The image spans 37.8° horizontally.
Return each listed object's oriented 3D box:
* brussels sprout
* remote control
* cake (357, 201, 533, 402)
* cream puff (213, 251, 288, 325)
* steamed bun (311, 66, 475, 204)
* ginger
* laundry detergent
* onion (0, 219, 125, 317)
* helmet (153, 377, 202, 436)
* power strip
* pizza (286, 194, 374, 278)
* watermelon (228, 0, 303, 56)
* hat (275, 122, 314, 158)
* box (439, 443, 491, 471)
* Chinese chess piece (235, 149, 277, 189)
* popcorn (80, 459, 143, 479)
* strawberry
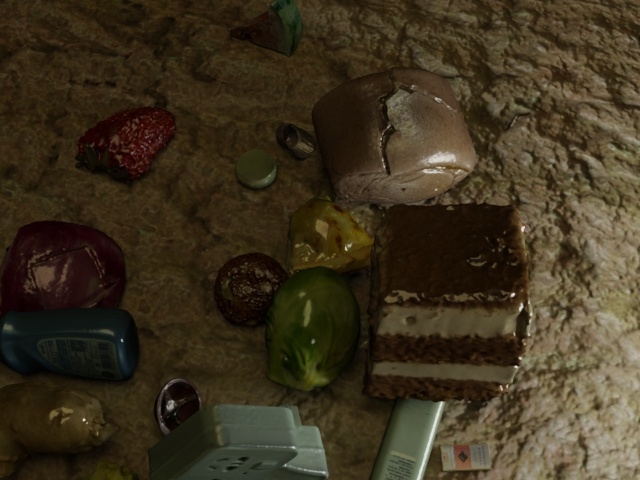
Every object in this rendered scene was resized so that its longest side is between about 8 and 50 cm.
[{"bbox_3d":[-0.016,0.151,1.622,0.161,0.223,0.223,7,61,11],"label":"brussels sprout"},{"bbox_3d":[0.152,0.339,1.608,0.090,0.038,0.309,16,61,9],"label":"remote control"},{"bbox_3d":[0.203,0.102,1.578,0.282,0.290,0.255,1,44,2],"label":"cake"},{"bbox_3d":[-0.127,0.086,1.725,0.149,0.084,0.149,-1,60,2],"label":"cream puff"},{"bbox_3d":[0.147,-0.213,1.828,0.302,0.199,0.251,-11,62,-7],"label":"steamed bun"},{"bbox_3d":[-0.472,0.308,1.571,0.267,0.138,0.152,-14,75,6],"label":"ginger"},{"bbox_3d":[-0.470,0.177,1.638,0.290,0.143,0.094,4,46,3],"label":"laundry detergent"},{"bbox_3d":[-0.492,0.058,1.726,0.248,0.111,0.250,6,59,5],"label":"onion"},{"bbox_3d":[-0.258,0.296,1.618,0.089,0.057,0.111,25,59,-35],"label":"helmet"},{"bbox_3d":[-0.121,0.326,1.518,0.261,0.229,0.141,11,53,-34],"label":"power strip"},{"bbox_3d":[0.000,-0.007,1.754,0.204,0.080,0.188,-25,59,-31],"label":"pizza"},{"bbox_3d":[-0.104,-0.466,2.061,0.158,0.121,0.098,-20,31,39],"label":"watermelon"},{"bbox_3d":[-0.056,-0.202,1.918,0.087,0.042,0.058,38,71,-18],"label":"hat"},{"bbox_3d":[0.248,0.372,1.604,0.083,0.012,0.046,-1,62,-2],"label":"box"},{"bbox_3d":[-0.129,-0.143,1.882,0.084,0.034,0.084,-1,62,2],"label":"Chinese chess piece"},{"bbox_3d":[-0.330,0.428,1.467,0.174,0.195,0.168,13,63,-2],"label":"popcorn"},{"bbox_3d":[-0.396,-0.222,1.895,0.167,0.087,0.208,20,61,12],"label":"strawberry"}]
